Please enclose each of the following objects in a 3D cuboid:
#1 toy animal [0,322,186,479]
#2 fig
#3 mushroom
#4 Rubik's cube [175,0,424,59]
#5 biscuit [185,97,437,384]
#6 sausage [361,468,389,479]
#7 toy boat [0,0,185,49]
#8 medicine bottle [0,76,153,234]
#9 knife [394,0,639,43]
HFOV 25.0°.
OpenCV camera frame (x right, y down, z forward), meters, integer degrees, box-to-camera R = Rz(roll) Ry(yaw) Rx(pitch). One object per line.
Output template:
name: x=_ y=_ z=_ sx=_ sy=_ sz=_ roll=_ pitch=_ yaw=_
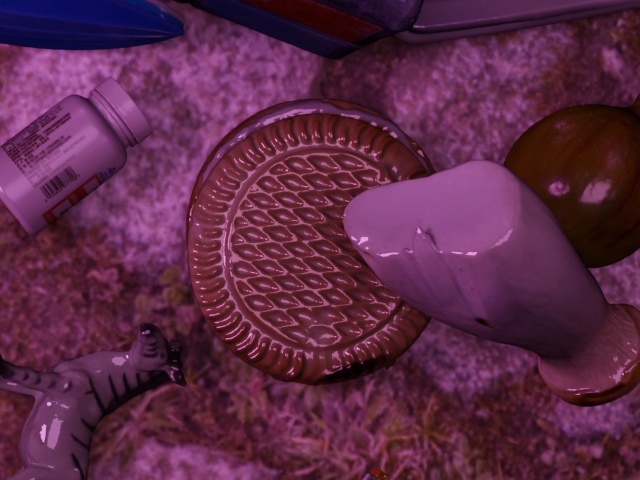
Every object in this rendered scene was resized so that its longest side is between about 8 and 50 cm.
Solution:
toy animal: x=-0.220 y=0.162 z=1.251 sx=0.176 sy=0.073 sz=0.217 roll=16 pitch=91 yaw=-25
fig: x=0.259 y=-0.064 z=1.305 sx=0.148 sy=0.142 sz=0.186 roll=36 pitch=97 yaw=-35
mushroom: x=0.170 y=0.042 z=1.249 sx=0.328 sy=0.159 sz=0.122 roll=37 pitch=75 yaw=-45
Rubik's cube: x=-0.047 y=-0.349 z=1.159 sx=0.316 sy=0.318 sz=0.313 roll=20 pitch=88 yaw=-10
biscuit: x=0.000 y=0.000 z=1.286 sx=0.259 sy=0.079 sz=0.259 roll=0 pitch=90 yaw=-12
sausage: x=-0.030 y=0.354 z=1.258 sx=0.123 sy=0.123 sz=0.347 roll=30 pitch=84 yaw=-10
toy boat: x=-0.257 y=-0.215 z=1.214 sx=0.295 sy=0.129 sz=0.088 roll=13 pitch=77 yaw=-11
medicine bottle: x=-0.218 y=-0.076 z=1.244 sx=0.140 sy=0.079 sz=0.079 roll=-39 pitch=97 yaw=-9
knife: x=0.187 y=-0.233 z=1.343 sx=0.265 sy=0.040 sz=0.073 roll=-8 pitch=80 yaw=-11
